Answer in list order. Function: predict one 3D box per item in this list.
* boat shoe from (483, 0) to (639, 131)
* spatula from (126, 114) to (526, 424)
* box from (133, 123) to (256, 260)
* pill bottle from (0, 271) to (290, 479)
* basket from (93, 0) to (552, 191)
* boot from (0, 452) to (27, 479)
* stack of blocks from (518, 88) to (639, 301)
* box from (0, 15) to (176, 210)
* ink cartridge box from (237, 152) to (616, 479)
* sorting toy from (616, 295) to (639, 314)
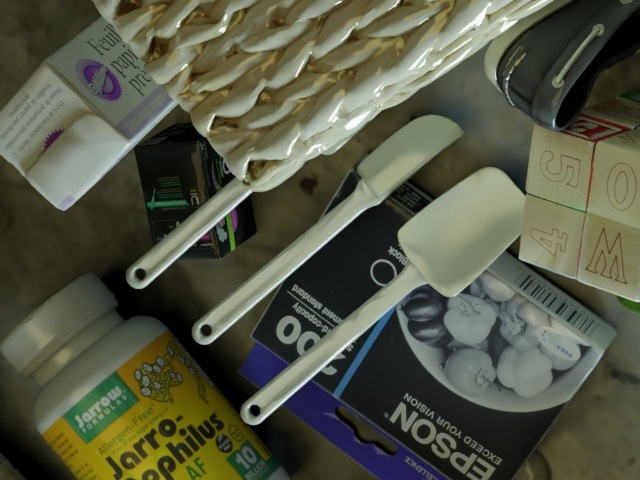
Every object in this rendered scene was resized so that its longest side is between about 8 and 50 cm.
[{"bbox_3d":[0.194,-0.131,1.070,0.206,0.075,0.065,-33,53,-3],"label":"boat shoe"},{"bbox_3d":[0.000,0.000,1.216,0.242,0.019,0.168,-41,84,13],"label":"spatula"},{"bbox_3d":[-0.085,-0.034,1.281,0.052,0.062,0.083,-4,106,24],"label":"box"},{"bbox_3d":[-0.128,0.128,1.326,0.117,0.117,0.208,-40,88,30],"label":"pill bottle"},{"bbox_3d":[0.045,-0.238,0.999,0.331,0.328,0.266,-32,95,30],"label":"basket"},{"bbox_3d":[-0.255,0.296,1.460,0.203,0.095,0.262,33,114,9],"label":"boot"},{"bbox_3d":[0.283,-0.005,1.058,0.297,0.171,0.087,21,116,37],"label":"stack of blocks"},{"bbox_3d":[-0.089,-0.118,1.103,0.063,0.324,0.067,44,120,-5],"label":"box"},{"bbox_3d":[0.060,0.082,1.267,0.206,0.045,0.208,35,120,9],"label":"ink cartridge box"},{"bbox_3d":[0.235,0.024,1.157,0.102,0.061,0.042,9,113,-3],"label":"sorting toy"}]
